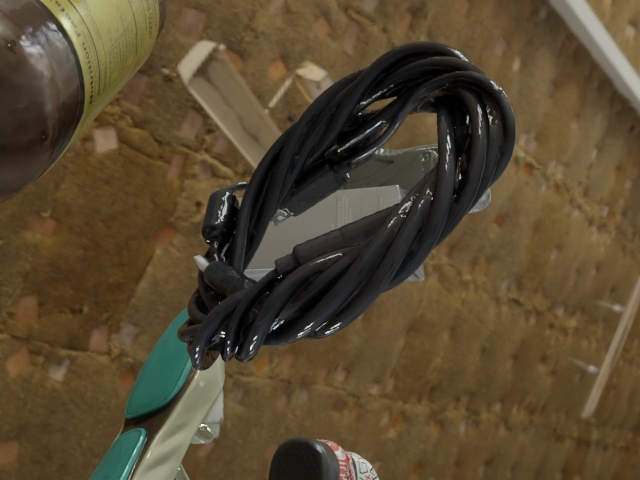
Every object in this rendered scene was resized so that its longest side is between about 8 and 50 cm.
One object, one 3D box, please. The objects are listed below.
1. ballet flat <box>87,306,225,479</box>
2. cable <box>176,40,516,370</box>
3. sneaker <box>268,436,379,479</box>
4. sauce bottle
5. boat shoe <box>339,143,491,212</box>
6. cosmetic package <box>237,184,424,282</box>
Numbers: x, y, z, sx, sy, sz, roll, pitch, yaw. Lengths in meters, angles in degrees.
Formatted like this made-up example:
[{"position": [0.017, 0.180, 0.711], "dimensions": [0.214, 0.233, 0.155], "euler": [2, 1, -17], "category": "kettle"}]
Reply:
[{"position": [-0.128, 0.163, 0.680], "dimensions": [0.086, 0.086, 0.248], "euler": [70, -146, -40], "category": "ballet flat"}, {"position": [0.001, -0.016, 0.365], "dimensions": [0.047, 0.184, 0.150], "euler": [47, -137, -23], "category": "cable"}, {"position": [-0.002, 0.340, 0.834], "dimensions": [0.145, 0.090, 0.270], "euler": [33, -119, -54], "category": "sneaker"}, {"position": [-0.167, -0.085, 0.414], "dimensions": [0.344, 0.111, 0.111], "euler": [-78, -13, -61], "category": "sauce bottle"}, {"position": [0.081, -0.078, 1.186], "dimensions": [0.103, 0.320, 0.118], "euler": [60, -149, -64], "category": "boat shoe"}, {"position": [0.000, 0.000, 1.044], "dimensions": [0.127, 0.238, 0.107], "euler": [32, -126, -66], "category": "cosmetic package"}]
